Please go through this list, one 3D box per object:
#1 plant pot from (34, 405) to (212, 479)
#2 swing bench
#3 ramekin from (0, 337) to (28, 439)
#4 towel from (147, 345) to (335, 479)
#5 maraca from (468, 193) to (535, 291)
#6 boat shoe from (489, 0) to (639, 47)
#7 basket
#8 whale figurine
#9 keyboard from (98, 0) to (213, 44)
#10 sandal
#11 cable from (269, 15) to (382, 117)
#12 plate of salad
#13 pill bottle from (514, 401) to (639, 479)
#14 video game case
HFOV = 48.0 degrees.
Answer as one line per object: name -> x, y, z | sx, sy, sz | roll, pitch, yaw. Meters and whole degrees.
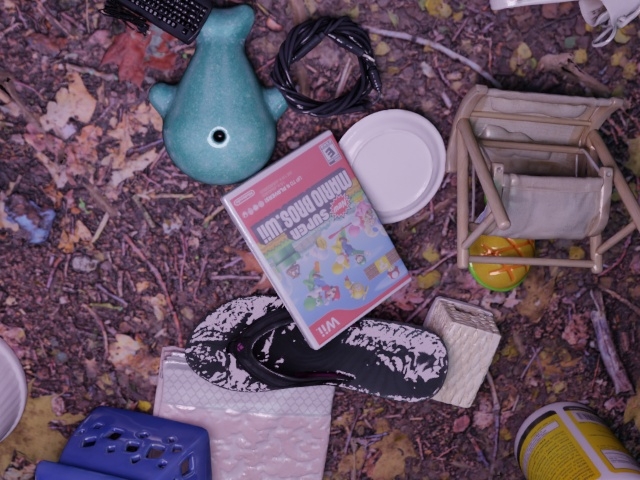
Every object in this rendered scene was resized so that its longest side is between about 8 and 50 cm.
plant pot -> -0.331, 0.441, 1.201 | 0.236, 0.212, 0.235 | 6, 105, 19
swing bench -> 0.345, -0.095, 1.131 | 0.253, 0.165, 0.254 | 3, 65, -12
ramekin -> -0.642, 0.271, 1.195 | 0.273, 0.127, 0.272 | -2, 110, -6
towel -> -0.144, 0.355, 1.322 | 0.332, 0.053, 0.316 | 6, 109, -8
maraca -> 0.312, -0.005, 1.226 | 0.127, 0.099, 0.185 | 18, 80, -16
boat shoe -> 0.435, -0.374, 1.087 | 0.367, 0.136, 0.156 | 0, 109, -3
basket -> 0.238, 0.202, 1.283 | 0.113, 0.103, 0.167 | 16, 108, -11
whale figurine -> -0.150, -0.215, 1.073 | 0.216, 0.141, 0.271 | 2, 107, -7
keyboard -> -0.254, -0.346, 1.030 | 0.192, 0.038, 0.100 | 32, 103, 11
sandal -> -0.012, 0.175, 1.192 | 0.446, 0.107, 0.167 | 3, 79, 7
cable -> 0.009, -0.263, 1.089 | 0.185, 0.047, 0.150 | -12, 100, -25
plate of salad -> 0.110, -0.122, 1.185 | 0.200, 0.048, 0.199 | -6, 118, -12
pill bottle -> 0.488, 0.450, 1.275 | 0.188, 0.334, 0.187 | -2, 109, -5
video game case -> 0.000, 0.000, 1.127 | 0.204, 0.025, 0.285 | -35, 106, -16
